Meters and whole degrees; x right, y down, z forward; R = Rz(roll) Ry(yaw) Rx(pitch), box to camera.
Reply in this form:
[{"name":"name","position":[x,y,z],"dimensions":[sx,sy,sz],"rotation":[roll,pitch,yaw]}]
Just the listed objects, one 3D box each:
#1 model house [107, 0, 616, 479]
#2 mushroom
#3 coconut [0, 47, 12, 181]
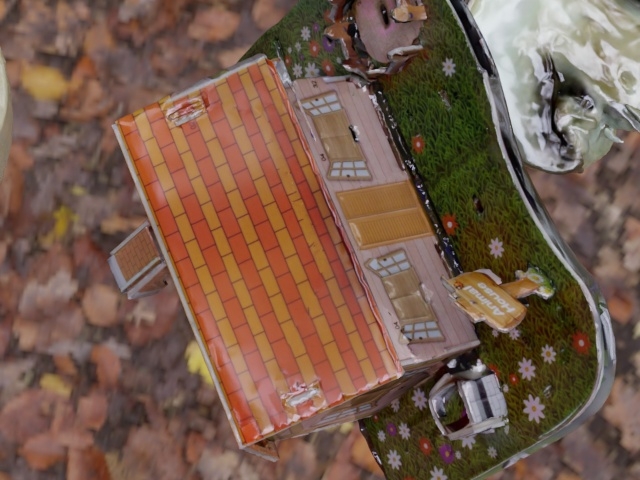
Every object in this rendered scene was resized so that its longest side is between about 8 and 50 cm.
[{"name":"model house","position":[-0.001,-0.001,0.924],"dimensions":[0.154,0.207,0.294],"rotation":[-12,72,-38]},{"name":"mushroom","position":[0.214,-0.185,1.467],"dimensions":[0.189,0.164,0.267],"rotation":[19,91,6]},{"name":"coconut","position":[-0.421,-0.112,1.536],"dimensions":[0.323,0.323,0.323],"rotation":[7,55,-10]}]
